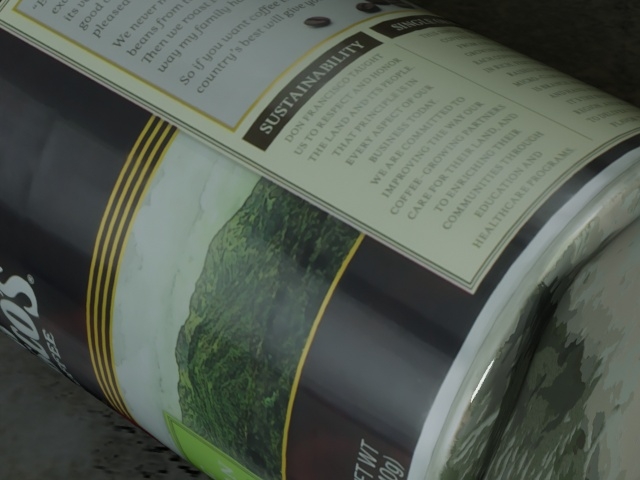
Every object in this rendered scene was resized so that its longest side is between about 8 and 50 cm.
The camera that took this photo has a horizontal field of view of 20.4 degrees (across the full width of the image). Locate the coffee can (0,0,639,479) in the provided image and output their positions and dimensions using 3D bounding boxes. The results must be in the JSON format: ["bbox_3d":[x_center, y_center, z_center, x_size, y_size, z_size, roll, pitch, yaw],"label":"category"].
[{"bbox_3d":[0.000,0.000,0.683,0.275,0.202,0.201,30,44,33],"label":"coffee can"}]
